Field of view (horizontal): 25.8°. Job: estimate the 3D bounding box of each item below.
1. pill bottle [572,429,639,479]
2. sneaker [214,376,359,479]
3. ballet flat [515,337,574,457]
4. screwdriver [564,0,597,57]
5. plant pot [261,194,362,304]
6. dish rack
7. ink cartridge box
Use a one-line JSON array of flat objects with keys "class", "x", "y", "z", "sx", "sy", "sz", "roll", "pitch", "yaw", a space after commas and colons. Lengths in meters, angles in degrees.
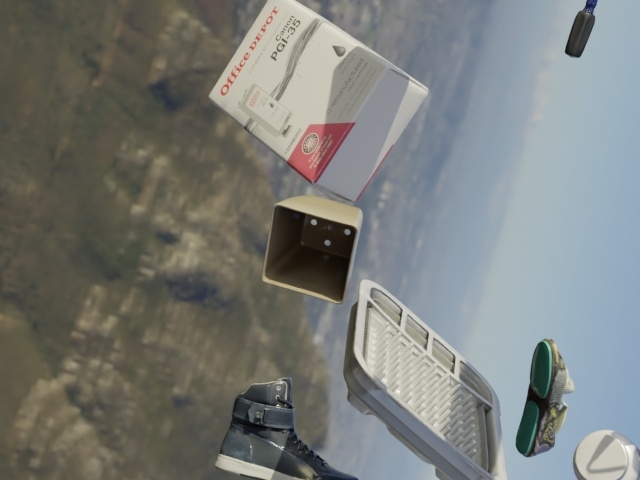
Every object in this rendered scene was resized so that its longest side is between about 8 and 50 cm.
[{"class": "pill bottle", "x": 0.373, "y": 0.291, "z": 1.801, "sx": 0.152, "sy": 0.086, "sz": 0.086, "roll": 40, "pitch": 65, "yaw": -64}, {"class": "sneaker", "x": -0.033, "y": 0.297, "z": 2.127, "sx": 0.086, "sy": 0.226, "sz": 0.163, "roll": 72, "pitch": 33, "yaw": -82}, {"class": "ballet flat", "x": 0.196, "y": 0.133, "z": 1.197, "sx": 0.041, "sy": 0.041, "sz": 0.114, "roll": -60, "pitch": 161, "yaw": -65}, {"class": "screwdriver", "x": 0.300, "y": -0.280, "z": 1.513, "sx": 0.025, "sy": 0.024, "sz": 0.169, "roll": -4, "pitch": 114, "yaw": -53}, {"class": "plant pot", "x": 0.000, "y": 0.000, "z": 1.739, "sx": 0.096, "sy": 0.109, "sz": 0.109, "roll": -50, "pitch": 154, "yaw": -61}, {"class": "dish rack", "x": 0.136, "y": 0.213, "z": 1.980, "sx": 0.072, "sy": 0.285, "sz": 0.333, "roll": -45, "pitch": -169, "yaw": 16}, {"class": "ink cartridge box", "x": -0.010, "y": -0.217, "z": 2.090, "sx": 0.117, "sy": 0.283, "sz": 0.207, "roll": 22, "pitch": 104, "yaw": -50}]
